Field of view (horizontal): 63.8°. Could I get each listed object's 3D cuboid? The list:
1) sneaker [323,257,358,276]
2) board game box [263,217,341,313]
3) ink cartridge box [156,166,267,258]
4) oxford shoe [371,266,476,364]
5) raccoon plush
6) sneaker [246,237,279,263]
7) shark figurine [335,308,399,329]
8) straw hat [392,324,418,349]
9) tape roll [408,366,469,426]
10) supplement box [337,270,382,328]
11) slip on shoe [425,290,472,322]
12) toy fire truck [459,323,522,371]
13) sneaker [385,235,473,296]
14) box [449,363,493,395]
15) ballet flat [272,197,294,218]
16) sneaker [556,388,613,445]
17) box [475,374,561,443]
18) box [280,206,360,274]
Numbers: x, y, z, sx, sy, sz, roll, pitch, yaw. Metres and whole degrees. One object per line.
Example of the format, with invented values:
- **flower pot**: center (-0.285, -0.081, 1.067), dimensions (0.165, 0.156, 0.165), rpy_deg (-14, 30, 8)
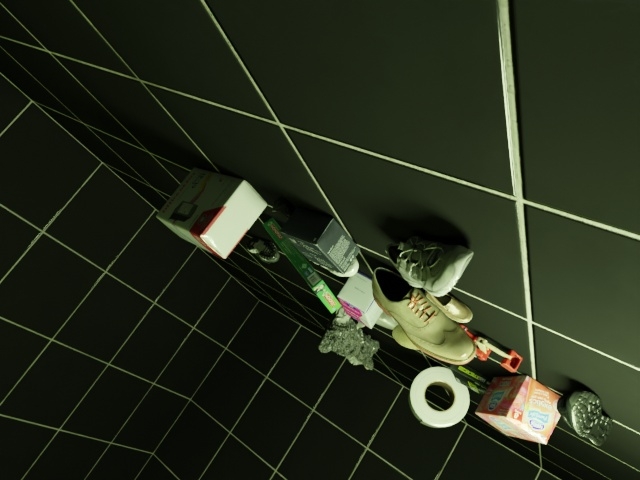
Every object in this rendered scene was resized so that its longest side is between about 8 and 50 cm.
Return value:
- **sneaker**: center (0.068, 0.068, 1.553), dimensions (0.115, 0.090, 0.232), rpy_deg (34, 176, -25)
- **board game box**: center (-0.062, 0.083, 1.723), dimensions (0.317, 0.046, 0.213), rpy_deg (50, 177, 34)
- **ink cartridge box**: center (-0.352, -0.096, 1.636), dimensions (0.306, 0.226, 0.131), rpy_deg (19, 159, 44)
- **oxford shoe**: center (0.261, 0.198, 1.378), dimensions (0.348, 0.123, 0.130), rpy_deg (35, 164, 32)
- **raccoon plush**: center (0.166, 0.489, 2.474), dimensions (0.299, 0.216, 0.446), rpy_deg (26, 165, 2)
- **sneaker**: center (-0.215, 0.053, 2.129), dimensions (0.106, 0.078, 0.234), rpy_deg (41, 169, -34)
- **shark figurine**: center (0.155, 0.280, 1.967), dimensions (0.278, 0.116, 0.166), rpy_deg (21, 159, 37)
- **straw hat**: center (0.323, 0.306, 1.762), dimensions (0.144, 0.144, 0.061), rpy_deg (27, 126, 28)
- **tape roll**: center (0.505, 0.677, 2.213), dimensions (0.246, 0.246, 0.169), rpy_deg (30, 164, 16)
- **supplement box**: center (0.145, 0.201, 1.732), dimensions (0.111, 0.114, 0.220), rpy_deg (28, 166, 22)
- **slip on shoe**: center (0.331, 0.163, 1.320), dimensions (0.135, 0.051, 0.041), rpy_deg (40, 173, 9)
- **toy fire truck**: center (0.465, 0.304, 1.482), dimensions (0.192, 0.047, 0.135), rpy_deg (35, 165, 0)
- **sneaker**: center (0.213, 0.045, 1.082), dimensions (0.115, 0.105, 0.281), rpy_deg (36, 166, -9)
- **box**: center (0.598, 0.543, 1.970), dimensions (0.184, 0.045, 0.190), rpy_deg (22, 161, 32)
- **ballet flat**: center (-0.081, -0.059, 1.508), dimensions (0.173, 0.049, 0.057), rpy_deg (44, 164, -34)
- **sneaker**: center (0.695, 0.471, 1.412), dimensions (0.124, 0.107, 0.283), rpy_deg (27, 165, 50)
- **box**: center (0.635, 0.540, 1.659), dimensions (0.142, 0.154, 0.300), rpy_deg (32, 167, 8)
- **box**: center (0.000, 0.000, 1.432), dimensions (0.156, 0.093, 0.158), rpy_deg (20, 161, 45)
